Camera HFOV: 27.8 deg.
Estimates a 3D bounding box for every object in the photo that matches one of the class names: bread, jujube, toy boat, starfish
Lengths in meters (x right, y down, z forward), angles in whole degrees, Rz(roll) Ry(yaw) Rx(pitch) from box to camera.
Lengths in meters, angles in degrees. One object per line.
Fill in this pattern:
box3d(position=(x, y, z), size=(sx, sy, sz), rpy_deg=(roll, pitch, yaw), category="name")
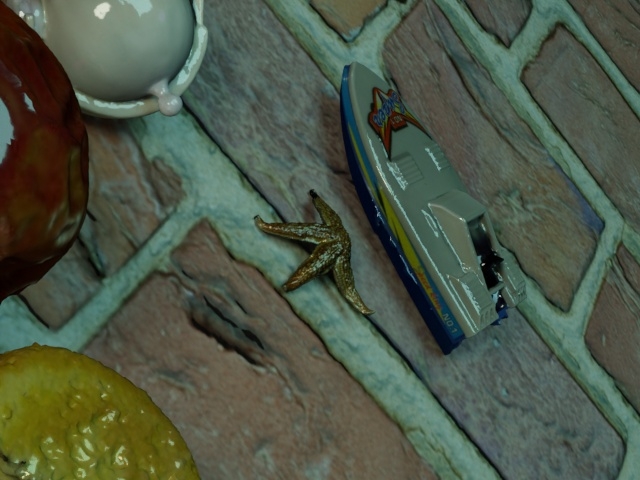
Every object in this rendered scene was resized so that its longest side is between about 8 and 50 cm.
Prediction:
box3d(position=(-0.159, 0.153, 0.793), size=(0.229, 0.143, 0.139), rpy_deg=(48, 39, -18), category="bread")
box3d(position=(-0.285, -0.109, 0.792), size=(0.342, 0.216, 0.216), rpy_deg=(52, 36, 14), category="jujube")
box3d(position=(0.097, -0.044, 1.258), size=(0.129, 0.088, 0.295), rpy_deg=(-25, 86, -53), category="toy boat")
box3d(position=(0.002, -0.003, 1.164), size=(0.133, 0.041, 0.130), rpy_deg=(28, 46, -34), category="starfish")

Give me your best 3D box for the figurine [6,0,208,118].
box3d(position=(-0.184, -0.197, 1.028), size=(0.162, 0.141, 0.236), rpy_deg=(-38, 99, -24), category="figurine")
